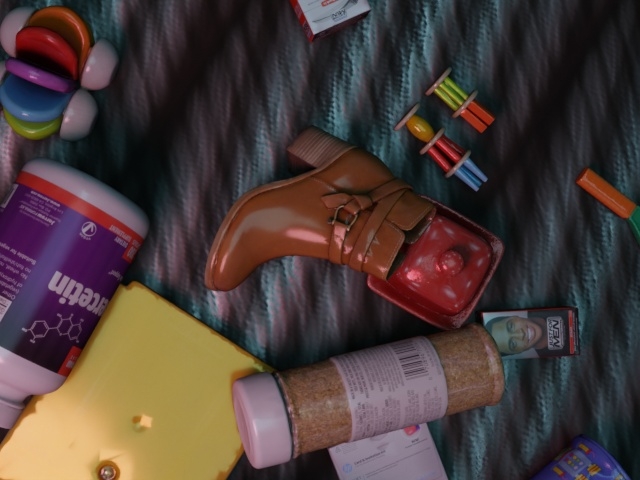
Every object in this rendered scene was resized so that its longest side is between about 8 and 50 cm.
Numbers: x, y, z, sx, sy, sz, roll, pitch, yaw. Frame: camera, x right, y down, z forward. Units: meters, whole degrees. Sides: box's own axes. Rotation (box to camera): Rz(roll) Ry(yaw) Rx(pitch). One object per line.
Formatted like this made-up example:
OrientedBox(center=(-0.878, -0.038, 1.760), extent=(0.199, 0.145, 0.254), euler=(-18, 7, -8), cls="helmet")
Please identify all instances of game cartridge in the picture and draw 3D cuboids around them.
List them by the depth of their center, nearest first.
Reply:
OrientedBox(center=(-0.246, 0.249, 1.368), extent=(0.285, 0.053, 0.323), euler=(34, 83, -5), cls="game cartridge")

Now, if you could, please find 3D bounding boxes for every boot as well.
OrientedBox(center=(0.000, 0.000, 1.345), extent=(0.220, 0.109, 0.283), euler=(35, 71, 17), cls="boot")

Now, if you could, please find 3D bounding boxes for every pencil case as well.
OrientedBox(center=(0.303, 0.412, 1.386), extent=(0.306, 0.119, 0.133), euler=(-42, 86, -6), cls="pencil case")

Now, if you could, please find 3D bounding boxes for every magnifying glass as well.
OrientedBox(center=(0.473, -0.027, 1.467), extent=(0.231, 0.026, 0.092), euler=(37, 85, -6), cls="magnifying glass")

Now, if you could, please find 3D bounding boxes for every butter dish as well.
OrientedBox(center=(0.170, 0.031, 1.382), extent=(0.160, 0.118, 0.160), euler=(30, 85, -5), cls="butter dish")

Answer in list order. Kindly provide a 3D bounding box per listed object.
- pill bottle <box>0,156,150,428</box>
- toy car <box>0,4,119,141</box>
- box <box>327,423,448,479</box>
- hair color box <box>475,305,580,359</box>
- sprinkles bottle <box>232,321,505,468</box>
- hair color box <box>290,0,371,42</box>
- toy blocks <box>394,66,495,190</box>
OrientedBox(center=(-0.366, 0.068, 1.276), extent=(0.181, 0.181, 0.323), euler=(28, 81, -5), cls="pill bottle")
OrientedBox(center=(-0.363, -0.224, 1.318), extent=(0.159, 0.136, 0.182), euler=(22, 86, -6), cls="toy car")
OrientedBox(center=(0.108, 0.349, 1.407), extent=(0.145, 0.038, 0.186), euler=(-22, 92, -7), cls="box")
OrientedBox(center=(0.297, 0.133, 1.431), extent=(0.141, 0.043, 0.072), euler=(-3, 90, -6), cls="hair color box")
OrientedBox(center=(0.066, 0.204, 1.341), extent=(0.355, 0.121, 0.121), euler=(-12, 90, -15), cls="sprinkles bottle")
OrientedBox(center=(-0.008, -0.376, 1.405), extent=(0.093, 0.053, 0.167), euler=(-25, 90, -8), cls="hair color box")
OrientedBox(center=(0.198, -0.154, 1.422), extent=(0.148, 0.054, 0.123), euler=(42, 85, -4), cls="toy blocks")
